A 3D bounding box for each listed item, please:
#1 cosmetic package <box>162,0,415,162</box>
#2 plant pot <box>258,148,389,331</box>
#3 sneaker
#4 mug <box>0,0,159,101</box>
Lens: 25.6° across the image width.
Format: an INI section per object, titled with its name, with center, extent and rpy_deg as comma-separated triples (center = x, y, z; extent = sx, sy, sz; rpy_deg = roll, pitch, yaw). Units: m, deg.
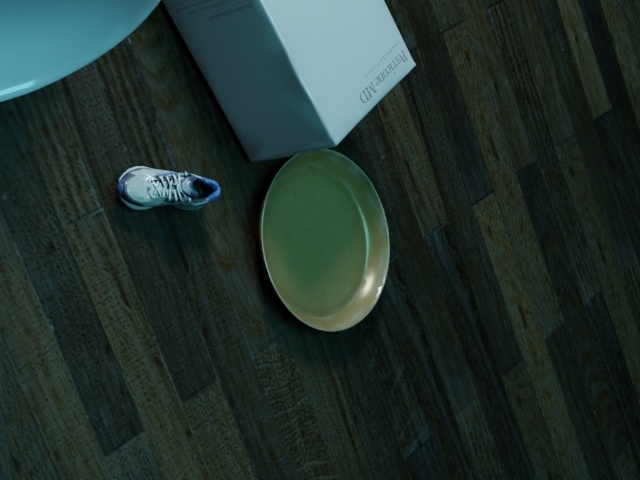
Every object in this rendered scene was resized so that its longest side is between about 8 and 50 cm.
[cosmetic package]
center = -0.065, -0.312, 1.704
extent = 0.217, 0.156, 0.385
rpy_deg = -50, 118, -40
[plant pot]
center = 0.000, 0.000, 1.817
extent = 0.236, 0.032, 0.236
rpy_deg = 7, 80, -45
[sneaker]
center = -0.173, -0.063, 1.629
extent = 0.135, 0.058, 0.052
rpy_deg = -1, 85, -45
[mug]
center = -0.353, -0.301, 1.158
extent = 0.374, 0.276, 0.328
rpy_deg = -25, 73, -17
